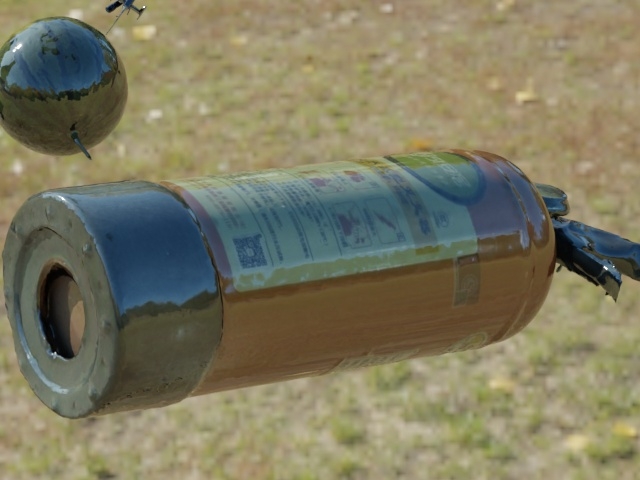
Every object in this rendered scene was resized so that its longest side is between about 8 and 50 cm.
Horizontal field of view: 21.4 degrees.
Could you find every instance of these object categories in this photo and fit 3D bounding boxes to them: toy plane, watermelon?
[{"bbox_3d":[-0.154,-0.223,1.471,0.031,0.049,0.121,38,43,-10],"label":"toy plane"},{"bbox_3d":[-0.192,-0.106,1.261,0.105,0.105,0.133,-11,48,-20],"label":"watermelon"}]

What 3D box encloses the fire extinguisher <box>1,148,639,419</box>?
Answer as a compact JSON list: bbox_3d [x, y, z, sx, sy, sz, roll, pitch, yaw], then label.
[{"bbox_3d":[0.005,-0.007,0.928,0.376,0.113,0.200,-6,44,-37],"label":"fire extinguisher"}]
